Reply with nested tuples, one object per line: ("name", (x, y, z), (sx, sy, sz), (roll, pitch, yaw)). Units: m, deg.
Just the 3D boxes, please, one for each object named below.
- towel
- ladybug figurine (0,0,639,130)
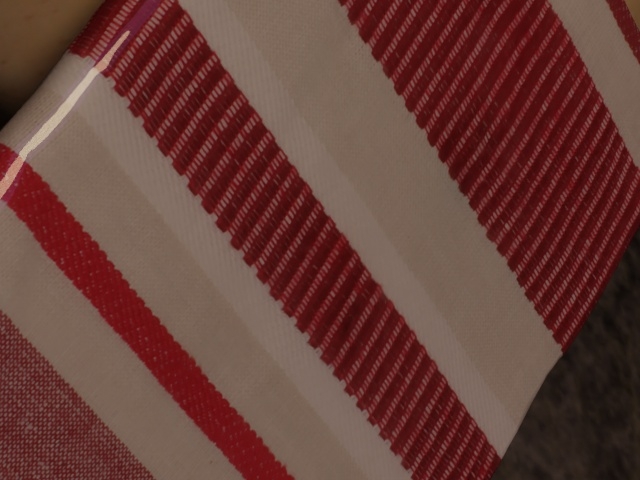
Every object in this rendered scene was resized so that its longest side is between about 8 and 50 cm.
("towel", (0.000, 0.000, 0.559), (0.329, 0.037, 0.237), (-55, 130, -25))
("ladybug figurine", (-0.012, -0.158, 0.655), (0.449, 0.162, 0.305), (-7, 104, -45))
